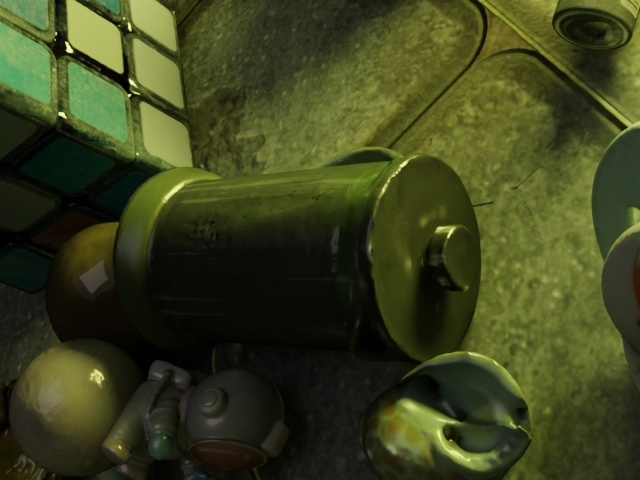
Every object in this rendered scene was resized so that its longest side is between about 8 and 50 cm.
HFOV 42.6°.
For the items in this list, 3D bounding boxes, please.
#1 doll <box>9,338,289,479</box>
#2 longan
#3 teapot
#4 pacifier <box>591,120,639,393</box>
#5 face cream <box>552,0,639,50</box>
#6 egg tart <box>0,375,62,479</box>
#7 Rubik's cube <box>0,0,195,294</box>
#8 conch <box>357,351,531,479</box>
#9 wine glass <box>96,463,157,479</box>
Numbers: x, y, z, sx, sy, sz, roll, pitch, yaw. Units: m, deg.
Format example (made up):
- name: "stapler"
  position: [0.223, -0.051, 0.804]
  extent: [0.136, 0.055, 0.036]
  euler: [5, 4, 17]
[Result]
- name: "doll"
  position: [-0.169, 0.177, 0.842]
  extent: [0.287, 0.151, 0.151]
  euler: [2, 69, 14]
- name: "longan"
  position: [-0.229, 0.078, 0.968]
  extent: [0.184, 0.159, 0.205]
  euler: [-4, 104, 26]
- name: "teapot"
  position: [0.000, 0.000, 0.799]
  extent: [0.336, 0.200, 0.270]
  euler: [-1, 39, 38]
- name: "pacifier"
  position: [0.322, 0.016, 0.529]
  extent: [0.233, 0.244, 0.299]
  euler: [-31, 20, -13]
- name: "face cream"
  position: [0.291, -0.318, 0.766]
  extent: [0.073, 0.073, 0.284]
  euler: [11, 77, 43]
- name: "egg tart"
  position: [-0.407, 0.263, 1.048]
  extent: [0.241, 0.106, 0.241]
  euler: [-25, 43, 26]
- name: "Rubik's cube"
  position: [-0.410, -0.182, 1.104]
  extent: [0.358, 0.363, 0.362]
  euler: [-32, 51, 28]
- name: "conch"
  position: [0.102, 0.160, 0.681]
  extent: [0.173, 0.106, 0.116]
  euler: [-44, 75, 23]
- name: "wine glass"
  position: [-0.198, 0.282, 0.894]
  extent: [0.072, 0.072, 0.155]
  euler: [-51, 47, 9]
